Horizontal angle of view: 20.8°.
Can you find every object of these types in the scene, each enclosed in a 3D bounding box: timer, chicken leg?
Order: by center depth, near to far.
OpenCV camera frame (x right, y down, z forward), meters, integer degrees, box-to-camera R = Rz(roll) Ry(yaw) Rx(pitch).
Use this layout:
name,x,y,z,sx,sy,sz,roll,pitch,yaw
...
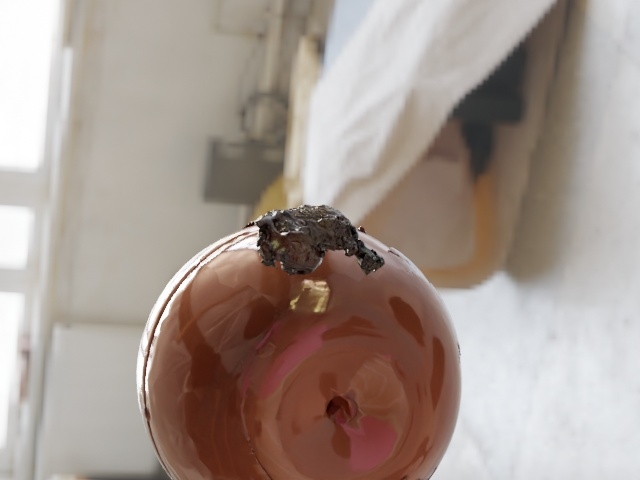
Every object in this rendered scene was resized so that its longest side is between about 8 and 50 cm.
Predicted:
name,x,y,z,sx,sy,sz,roll,pitch,yaw
chicken leg,-0.001,-0.002,0.825,0.021,0.083,0.036,-31,69,36
timer,-0.015,0.097,1.237,0.215,0.230,0.229,-149,64,-71
